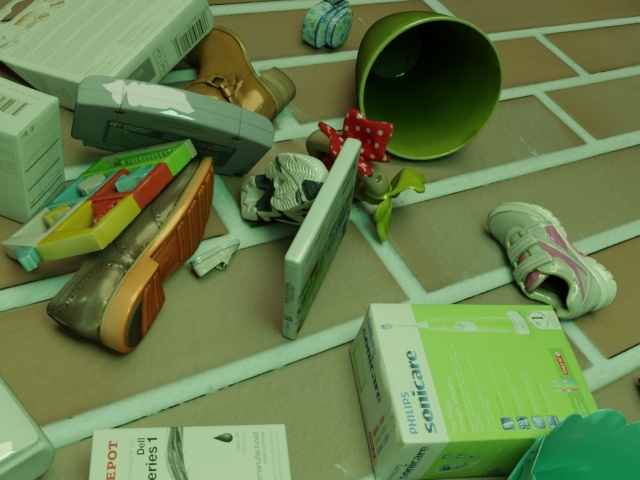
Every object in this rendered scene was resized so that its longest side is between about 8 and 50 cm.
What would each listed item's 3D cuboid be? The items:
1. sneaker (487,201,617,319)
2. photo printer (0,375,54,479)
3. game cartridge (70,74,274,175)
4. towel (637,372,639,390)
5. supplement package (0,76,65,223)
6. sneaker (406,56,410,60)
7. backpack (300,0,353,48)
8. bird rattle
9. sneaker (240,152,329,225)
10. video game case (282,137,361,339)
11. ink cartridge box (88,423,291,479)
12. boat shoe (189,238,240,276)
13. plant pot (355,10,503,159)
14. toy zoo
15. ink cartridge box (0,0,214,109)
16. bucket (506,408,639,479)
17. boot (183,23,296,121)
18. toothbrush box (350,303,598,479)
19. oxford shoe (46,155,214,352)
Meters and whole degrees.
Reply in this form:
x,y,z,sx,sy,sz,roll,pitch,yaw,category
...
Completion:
x,y,z,sx,sy,sz,roll,pitch,yaw,category
0.374,0.032,1.139,0.111,0.103,0.252,-24,58,-35,sneaker
-0.483,0.192,0.722,0.256,0.107,0.307,-30,62,-37,photo printer
-0.234,-0.176,1.063,0.297,0.198,0.062,10,70,-21,game cartridge
0.676,0.333,0.995,0.370,0.040,0.271,8,47,-12,towel
-0.452,-0.129,0.984,0.105,0.179,0.105,20,45,2,supplement package
0.212,-0.434,1.560,0.170,0.063,0.075,26,45,15,sneaker
0.017,-0.491,1.523,0.084,0.105,0.114,37,53,19,backpack
0.051,-0.116,1.115,0.207,0.253,0.143,25,81,45,bird rattle
-0.013,-0.074,1.063,0.153,0.235,0.094,2,75,-31,sneaker
0.000,0.000,0.956,0.026,0.206,0.227,19,55,9,video game case
-0.146,0.295,0.738,0.220,0.092,0.160,2,47,-15,ink cartridge box
-0.156,0.028,1.033,0.100,0.035,0.035,-32,97,-51,boat shoe
0.179,-0.349,1.357,0.275,0.274,0.293,3,31,-14,plant pot
-0.330,-0.052,0.977,0.192,0.030,0.293,-5,34,30,toy zoo
-0.446,-0.389,1.280,0.385,0.091,0.308,18,57,24,ink cartridge box
0.327,0.358,0.762,0.281,0.183,0.281,8,45,-9,bucket
-0.214,-0.296,1.285,0.283,0.109,0.220,38,52,9,boot
0.204,0.201,0.914,0.283,0.122,0.206,2,48,-16,toothbrush box
-0.257,-0.012,0.975,0.133,0.130,0.363,16,45,7,oxford shoe
